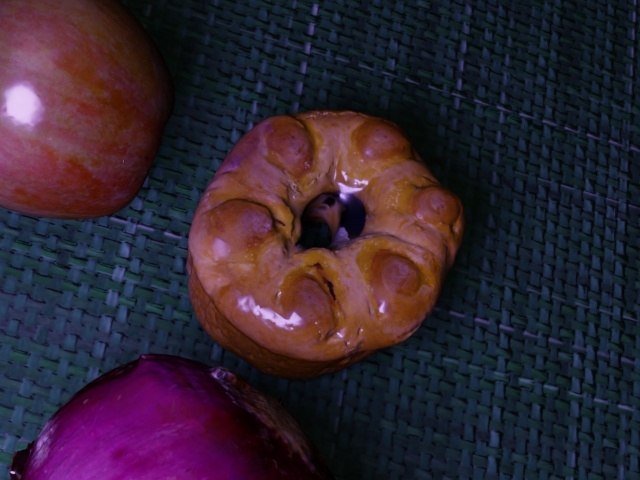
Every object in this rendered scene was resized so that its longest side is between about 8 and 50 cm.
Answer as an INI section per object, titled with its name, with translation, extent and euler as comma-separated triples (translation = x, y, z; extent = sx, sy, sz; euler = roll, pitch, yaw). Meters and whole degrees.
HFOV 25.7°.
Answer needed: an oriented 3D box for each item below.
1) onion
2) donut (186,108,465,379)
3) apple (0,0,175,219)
[onion]
translation = -0.154, 0.304, 1.268
extent = 0.348, 0.348, 0.385
euler = 44, 94, 8
[donut]
translation = 0.000, 0.000, 1.546
extent = 0.317, 0.150, 0.299
euler = -15, 68, -23
[apple]
translation = -0.275, -0.147, 1.474
extent = 0.234, 0.257, 0.257
euler = 26, 58, -10
